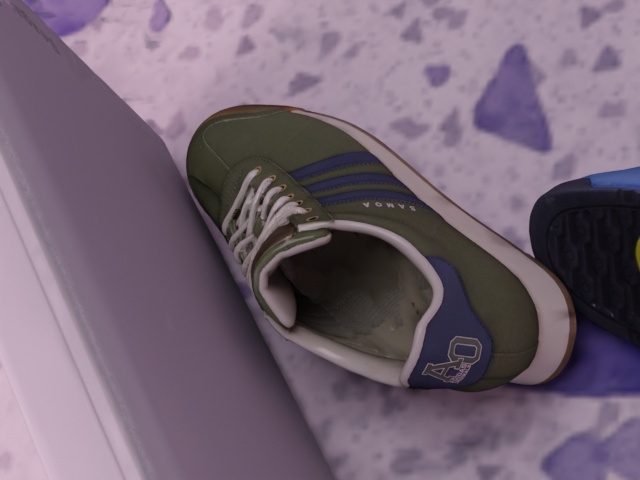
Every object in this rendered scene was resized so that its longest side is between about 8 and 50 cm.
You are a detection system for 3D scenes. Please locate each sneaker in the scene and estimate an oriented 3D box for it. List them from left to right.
[{"bbox_3d":[0.000,0.000,0.747,0.192,0.086,0.064,32,115,34],"label":"sneaker"},{"bbox_3d":[0.177,-0.001,0.697,0.209,0.069,0.082,3,30,37],"label":"sneaker"}]

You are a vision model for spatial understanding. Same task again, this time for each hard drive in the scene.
[{"bbox_3d":[-0.060,0.040,0.693,0.040,0.203,0.307,-34,55,8],"label":"hard drive"}]
